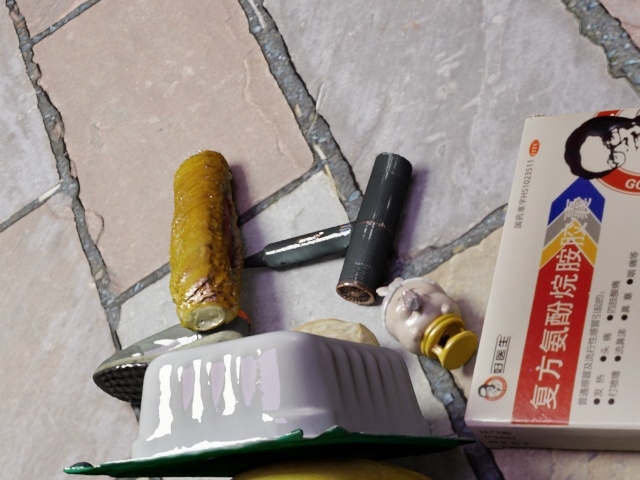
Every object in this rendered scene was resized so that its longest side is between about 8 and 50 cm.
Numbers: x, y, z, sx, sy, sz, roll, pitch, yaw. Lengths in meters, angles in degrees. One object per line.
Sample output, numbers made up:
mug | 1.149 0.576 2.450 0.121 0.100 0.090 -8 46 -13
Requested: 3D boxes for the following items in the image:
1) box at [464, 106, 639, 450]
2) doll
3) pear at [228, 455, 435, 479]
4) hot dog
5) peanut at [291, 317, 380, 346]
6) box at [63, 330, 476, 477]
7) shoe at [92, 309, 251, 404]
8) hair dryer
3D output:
box | 0.276 0.030 1.404 0.214 0.069 0.353 -3 56 31
doll | 0.098 0.072 1.473 0.073 0.084 0.127 -45 54 -4
pear | 0.012 0.321 1.224 0.304 0.304 0.304 -17 51 22
hot dog | -0.133 -0.009 1.662 0.083 0.068 0.289 -14 39 4
peanut | -0.036 0.140 1.511 0.206 0.087 0.087 -22 50 17
box | -0.034 0.151 1.325 0.264 0.336 0.106 -13 76 25
shoe | -0.159 0.126 1.617 0.194 0.074 0.077 -14 41 21
hair dryer | 0.000 -0.012 1.627 0.194 0.050 0.173 -2 55 36
